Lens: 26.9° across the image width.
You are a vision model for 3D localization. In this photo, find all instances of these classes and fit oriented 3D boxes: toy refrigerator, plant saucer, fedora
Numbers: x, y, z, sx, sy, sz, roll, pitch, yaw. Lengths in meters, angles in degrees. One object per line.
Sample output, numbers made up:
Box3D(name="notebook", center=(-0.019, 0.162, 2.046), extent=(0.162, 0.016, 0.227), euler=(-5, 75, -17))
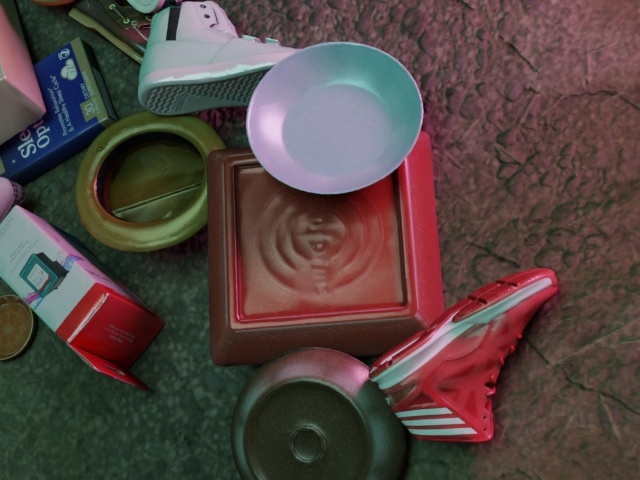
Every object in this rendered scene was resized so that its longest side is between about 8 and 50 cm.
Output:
Box3D(name="toy refrigerator", center=(-0.447, -0.251, 1.736), extent=(0.102, 0.094, 0.269), euler=(-32, 51, 11))
Box3D(name="plant saucer", center=(0.016, -0.128, 1.471), extent=(0.195, 0.037, 0.195), euler=(-3, 62, 6))
Box3D(name="plant saucer", center=(-0.009, 0.213, 1.414), extent=(0.198, 0.036, 0.198), euler=(1, 92, 18))
Box3D(name="fedora", center=(-0.192, -0.063, 1.593), extent=(0.194, 0.079, 0.194), euler=(-5, 71, 14))
Box3D(name="plant saucer", center=(-0.389, 0.109, 1.667), extent=(0.083, 0.013, 0.083), euler=(-8, 70, 23))
Box3D(name="plant saucer", center=(0.000, 0.000, 1.471), extent=(0.259, 0.048, 0.258), euler=(-5, 71, 5))

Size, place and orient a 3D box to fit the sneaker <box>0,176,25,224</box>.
Box3D(name="sneaker", center=(-0.460, 0.013, 1.696), extent=(0.235, 0.095, 0.090), euler=(-49, 64, 25))

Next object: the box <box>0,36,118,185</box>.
Box3D(name="box", center=(-0.377, -0.150, 1.736), extent=(0.225, 0.036, 0.136), euler=(-30, 63, 14))

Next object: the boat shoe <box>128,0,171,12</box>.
Box3D(name="boat shoe", center=(-0.217, -0.421, 1.711), extent=(0.116, 0.099, 0.319), euler=(-46, 52, 41))

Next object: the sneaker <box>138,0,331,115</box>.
Box3D(name="sneaker", center=(-0.086, -0.232, 1.582), extent=(0.256, 0.094, 0.151), euler=(-2, 57, 0))

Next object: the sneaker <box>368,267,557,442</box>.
Box3D(name="sneaker", center=(0.170, 0.129, 1.390), extent=(0.221, 0.087, 0.128), euler=(-31, 96, -4))

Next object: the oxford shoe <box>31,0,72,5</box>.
Box3D(name="oxford shoe", center=(-0.392, -0.384, 1.758), extent=(0.271, 0.098, 0.097), euler=(29, 80, 39))

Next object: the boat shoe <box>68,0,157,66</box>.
Box3D(name="boat shoe", center=(-0.238, -0.270, 1.690), extent=(0.207, 0.073, 0.073), euler=(38, 93, 29))

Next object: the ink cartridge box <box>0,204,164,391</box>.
Box3D(name="ink cartridge box", center=(-0.276, 0.069, 1.561), extent=(0.231, 0.134, 0.078), euler=(40, 91, 28))
